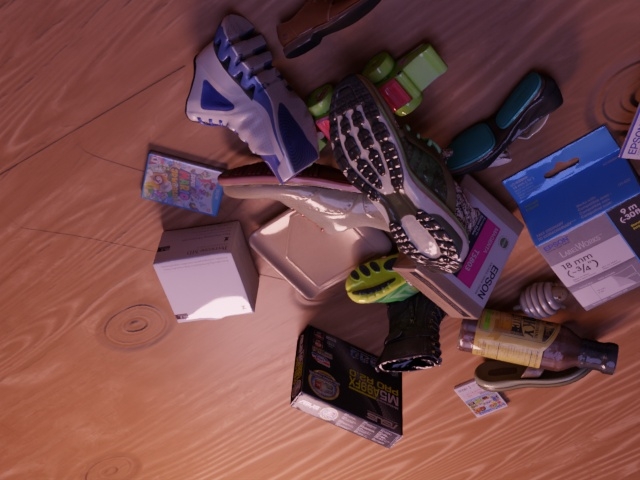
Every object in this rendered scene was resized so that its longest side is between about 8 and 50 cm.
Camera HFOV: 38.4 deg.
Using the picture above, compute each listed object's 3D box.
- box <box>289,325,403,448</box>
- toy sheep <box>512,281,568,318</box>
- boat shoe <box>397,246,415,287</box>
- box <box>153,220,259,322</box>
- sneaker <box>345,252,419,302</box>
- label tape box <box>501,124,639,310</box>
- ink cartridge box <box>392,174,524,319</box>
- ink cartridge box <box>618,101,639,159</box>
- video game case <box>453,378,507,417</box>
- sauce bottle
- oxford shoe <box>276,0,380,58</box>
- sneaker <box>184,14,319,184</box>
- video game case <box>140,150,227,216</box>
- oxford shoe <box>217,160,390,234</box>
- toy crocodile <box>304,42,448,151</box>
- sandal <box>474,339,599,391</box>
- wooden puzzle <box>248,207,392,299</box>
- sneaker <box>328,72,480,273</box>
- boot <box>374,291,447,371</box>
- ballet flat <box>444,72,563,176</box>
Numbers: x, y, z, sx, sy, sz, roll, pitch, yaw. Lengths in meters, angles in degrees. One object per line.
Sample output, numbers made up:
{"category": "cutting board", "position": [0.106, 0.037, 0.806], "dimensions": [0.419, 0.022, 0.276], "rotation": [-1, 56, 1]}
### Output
{"category": "box", "position": [0.066, 0.339, 2.143], "dimensions": [0.270, 0.216, 0.060], "rotation": [26, 125, -15]}
{"category": "toy sheep", "position": [0.486, 0.133, 2.033], "dimensions": [0.132, 0.091, 0.091], "rotation": [-28, 122, 30]}
{"category": "boat shoe", "position": [0.194, -0.012, 1.889], "dimensions": [0.081, 0.069, 0.228], "rotation": [-10, 98, 0]}
{"category": "box", "position": [-0.246, 0.070, 2.012], "dimensions": [0.180, 0.119, 0.182], "rotation": [-8, 128, 10]}
{"category": "sneaker", "position": [0.198, 0.067, 2.001], "dimensions": [0.295, 0.110, 0.123], "rotation": [-13, 170, 0]}
{"category": "label tape box", "position": [0.560, -0.035, 1.877], "dimensions": [0.240, 0.106, 0.334], "rotation": [-30, 121, 24]}
{"category": "ink cartridge box", "position": [0.281, 0.012, 1.853], "dimensions": [0.193, 0.235, 0.088], "rotation": [37, 161, -25]}
{"category": "ink cartridge box", "position": [0.744, -0.271, 1.702], "dimensions": [0.307, 0.072, 0.304], "rotation": [9, 130, 0]}
{"category": "video game case", "position": [0.399, 0.389, 2.288], "dimensions": [0.087, 0.011, 0.122], "rotation": [-27, 122, 23]}
{"category": "sauce bottle", "position": [0.483, 0.229, 2.051], "dimensions": [0.344, 0.111, 0.111], "rotation": [10, 130, 11]}
{"category": "oxford shoe", "position": [0.014, -0.410, 1.646], "dimensions": [0.212, 0.076, 0.076], "rotation": [-26, 83, 11]}
{"category": "sneaker", "position": [-0.144, -0.244, 1.729], "dimensions": [0.182, 0.127, 0.316], "rotation": [-27, 93, 38]}
{"category": "video game case", "position": [-0.287, -0.118, 1.931], "dimensions": [0.166, 0.015, 0.119], "rotation": [14, 128, -7]}
{"category": "oxford shoe", "position": [-0.012, -0.078, 1.832], "dimensions": [0.396, 0.140, 0.147], "rotation": [5, 111, 10]}
{"category": "toy crocodile", "position": [0.083, -0.256, 1.736], "dimensions": [0.340, 0.105, 0.115], "rotation": [-27, 122, 23]}
{"category": "sandal", "position": [0.502, 0.281, 2.134], "dimensions": [0.302, 0.120, 0.086], "rotation": [-13, 113, 15]}
{"category": "wooden puzzle", "position": [0.000, 0.000, 1.992], "dimensions": [0.238, 0.044, 0.221], "rotation": [-34, 119, 22]}
{"category": "sneaker", "position": [0.165, -0.141, 1.707], "dimensions": [0.158, 0.182, 0.410], "rotation": [-14, 114, 47]}
{"category": "boot", "position": [0.247, 0.188, 1.999], "dimensions": [0.262, 0.229, 0.091], "rotation": [-17, 125, 17]}
{"category": "ballet flat", "position": [0.354, -0.202, 1.772], "dimensions": [0.096, 0.095, 0.280], "rotation": [28, 126, -32]}
